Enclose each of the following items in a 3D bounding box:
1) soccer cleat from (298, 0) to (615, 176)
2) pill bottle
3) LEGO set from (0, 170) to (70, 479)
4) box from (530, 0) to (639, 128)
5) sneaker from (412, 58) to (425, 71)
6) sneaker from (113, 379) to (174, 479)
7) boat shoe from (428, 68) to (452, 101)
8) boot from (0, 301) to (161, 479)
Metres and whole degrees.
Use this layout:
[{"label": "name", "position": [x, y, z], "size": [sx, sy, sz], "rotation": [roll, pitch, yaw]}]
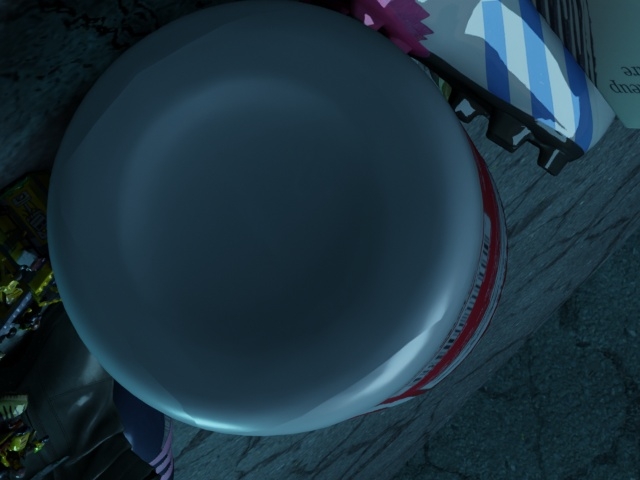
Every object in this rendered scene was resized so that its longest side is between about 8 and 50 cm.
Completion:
[{"label": "soccer cleat", "position": [0.084, -0.167, 0.953], "size": [0.331, 0.116, 0.143], "rotation": [29, 93, -40]}, {"label": "pill bottle", "position": [0.000, 0.000, 0.960], "size": [0.229, 0.229, 0.407], "rotation": [-43, 170, 5]}, {"label": "LEGO set", "position": [-0.234, 0.106, 0.917], "size": [0.255, 0.192, 0.331], "rotation": [-46, 165, 18]}, {"label": "box", "position": [0.166, -0.188, 0.876], "size": [0.113, 0.275, 0.094], "rotation": [5, -126, 56]}, {"label": "sneaker", "position": [0.041, -0.135, 1.169], "size": [0.095, 0.090, 0.235], "rotation": [-56, 170, -19]}, {"label": "sneaker", "position": [-0.170, 0.157, 1.407], "size": [0.319, 0.112, 0.131], "rotation": [110, 4, -80]}, {"label": "boat shoe", "position": [0.161, -0.201, 1.173], "size": [0.080, 0.073, 0.223], "rotation": [26, 109, -45]}, {"label": "boot", "position": [-0.174, 0.136, 1.209], "size": [0.246, 0.161, 0.083], "rotation": [-43, 165, 8]}]
